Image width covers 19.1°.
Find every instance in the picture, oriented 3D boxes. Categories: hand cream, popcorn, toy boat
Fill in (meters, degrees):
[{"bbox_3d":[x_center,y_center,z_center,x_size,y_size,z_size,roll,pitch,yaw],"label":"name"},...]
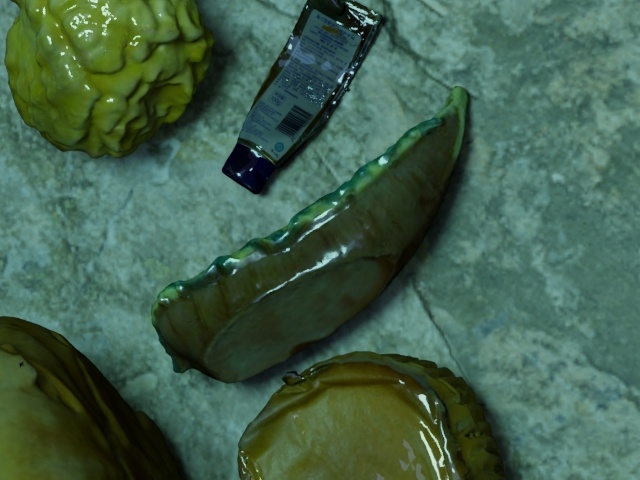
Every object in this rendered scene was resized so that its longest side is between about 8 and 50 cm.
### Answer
[{"bbox_3d":[-0.018,-0.111,1.424,0.062,0.039,0.163,33,92,19],"label":"hand cream"},{"bbox_3d":[-0.163,-0.151,1.406,0.180,0.180,0.170,15,66,18],"label":"popcorn"},{"bbox_3d":[0.006,0.005,1.378,0.293,0.108,0.099,-38,45,8],"label":"toy boat"}]

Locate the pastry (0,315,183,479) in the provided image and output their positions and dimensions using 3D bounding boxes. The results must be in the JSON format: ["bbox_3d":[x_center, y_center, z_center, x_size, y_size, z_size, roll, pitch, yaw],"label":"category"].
[{"bbox_3d":[-0.204,0.244,1.296,0.245,0.409,0.409,-32,78,4],"label":"pastry"}]

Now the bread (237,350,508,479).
[{"bbox_3d":[0.044,0.177,1.353,0.199,0.104,0.199,-2,86,23],"label":"bread"}]
